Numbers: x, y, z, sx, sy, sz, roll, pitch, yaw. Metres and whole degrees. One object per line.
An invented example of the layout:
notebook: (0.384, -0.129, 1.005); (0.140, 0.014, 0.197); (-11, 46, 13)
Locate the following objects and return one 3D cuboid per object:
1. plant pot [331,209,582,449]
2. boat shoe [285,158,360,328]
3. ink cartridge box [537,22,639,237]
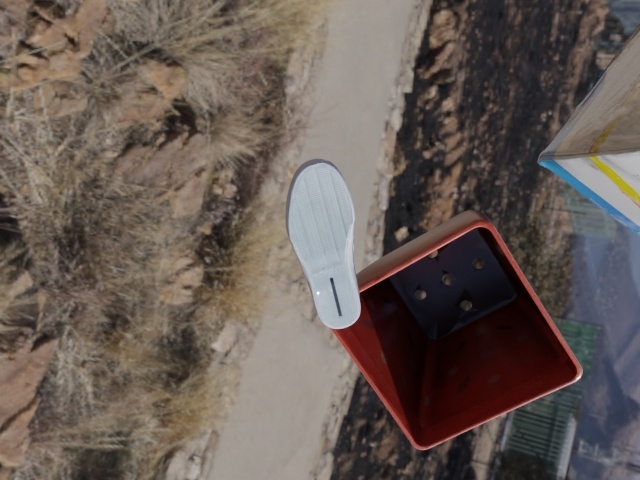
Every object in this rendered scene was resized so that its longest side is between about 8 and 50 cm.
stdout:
plant pot: (0.195, 0.101, 1.094); (0.267, 0.267, 0.236); (55, 18, -12)
boat shoe: (0.000, 0.000, 0.888); (0.076, 0.083, 0.226); (-109, -168, -63)
ink cartridge box: (0.266, -0.067, 0.413); (0.171, 0.168, 0.233); (-53, 180, 7)
